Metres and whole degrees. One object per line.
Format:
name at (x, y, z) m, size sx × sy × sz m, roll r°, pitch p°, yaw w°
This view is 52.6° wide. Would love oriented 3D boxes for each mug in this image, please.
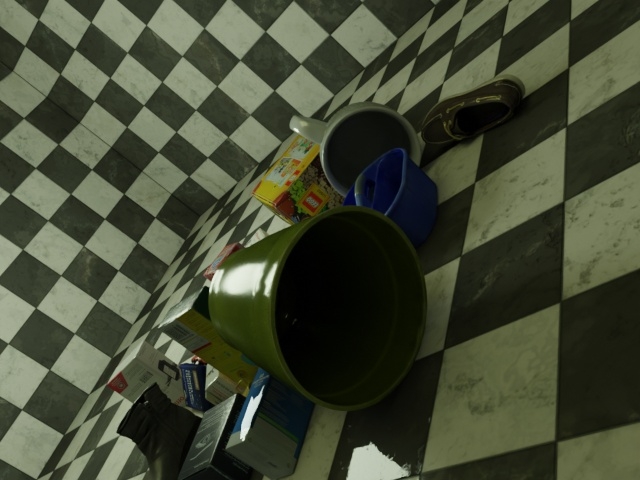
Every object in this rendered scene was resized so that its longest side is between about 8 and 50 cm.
mug at (0.088, -0.293, 1.927) m, size 0.328 × 0.374 × 0.276 m, roll -99°, pitch 28°, yaw -72°
mug at (-0.180, 0.401, 1.679) m, size 0.064 × 0.062 × 0.078 m, roll -52°, pitch 52°, yaw 26°

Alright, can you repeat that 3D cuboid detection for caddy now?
caddy at (0.156, -0.093, 1.650) m, size 0.241 × 0.179 × 0.341 m, roll -40°, pitch 23°, yaw 33°

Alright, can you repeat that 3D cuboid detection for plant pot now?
plant pot at (-0.043, 0.124, 1.297) m, size 0.353 × 0.366 × 0.366 m, roll -3°, pitch 49°, yaw 52°

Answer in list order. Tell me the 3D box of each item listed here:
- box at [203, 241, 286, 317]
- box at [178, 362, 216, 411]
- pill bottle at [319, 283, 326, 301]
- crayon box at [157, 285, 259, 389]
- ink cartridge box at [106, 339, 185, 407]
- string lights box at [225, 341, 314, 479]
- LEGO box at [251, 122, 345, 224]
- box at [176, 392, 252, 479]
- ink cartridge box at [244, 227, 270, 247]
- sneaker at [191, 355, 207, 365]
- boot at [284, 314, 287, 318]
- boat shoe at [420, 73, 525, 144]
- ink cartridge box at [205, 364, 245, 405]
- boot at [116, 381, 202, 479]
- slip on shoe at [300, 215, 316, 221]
box at (-0.209, 0.134, 1.967) m, size 0.122 × 0.257 × 0.128 m, roll -55°, pitch 18°, yaw -21°
box at (-0.379, 0.447, 1.983) m, size 0.037 × 0.136 × 0.225 m, roll -10°, pitch -3°, yaw -30°
pill bottle at (0.022, 0.109, 1.614) m, size 0.161 × 0.161 × 0.283 m, roll -55°, pitch 18°, yaw -14°
crayon box at (-0.236, 0.264, 1.673) m, size 0.202 × 0.318 × 0.081 m, roll -30°, pitch 26°, yaw 46°
ink cartridge box at (-0.559, 0.477, 2.170) m, size 0.172 × 0.237 × 0.100 m, roll -43°, pitch 16°, yaw 23°
string lights box at (-0.092, 0.368, 1.416) m, size 0.077 × 0.133 × 0.259 m, roll -34°, pitch 23°, yaw 39°
LEGO box at (-0.032, -0.232, 2.376) m, size 0.372 × 0.193 × 0.500 m, roll -51°, pitch 18°, yaw -2°
box at (-0.229, 0.493, 1.540) m, size 0.153 × 0.108 × 0.207 m, roll -36°, pitch 23°, yaw 37°
ink cartridge box at (-0.259, 0.072, 2.490) m, size 0.218 × 0.092 × 0.158 m, roll -48°, pitch 18°, yaw 1°
sneaker at (-0.311, 0.354, 2.041) m, size 0.276 × 0.098 × 0.135 m, roll -25°, pitch 31°, yaw 49°
boot at (-0.096, 0.239, 1.812) m, size 0.208 × 0.076 × 0.190 m, roll -63°, pitch 18°, yaw -17°
boat shoe at (0.379, -0.321, 1.692) m, size 0.324 × 0.116 × 0.096 m, roll -20°, pitch 31°, yaw 48°
ink cartridge box at (-0.264, 0.401, 1.816) m, size 0.061 × 0.104 × 0.181 m, roll -48°, pitch 18°, yaw 9°
boot at (-0.472, 0.576, 1.775) m, size 0.118 × 0.223 × 0.338 m, roll -37°, pitch 22°, yaw 36°
slip on shoe at (0.000, 0.000, 1.807) m, size 0.331 × 0.101 × 0.123 m, roll 63°, pitch -136°, yaw -77°
